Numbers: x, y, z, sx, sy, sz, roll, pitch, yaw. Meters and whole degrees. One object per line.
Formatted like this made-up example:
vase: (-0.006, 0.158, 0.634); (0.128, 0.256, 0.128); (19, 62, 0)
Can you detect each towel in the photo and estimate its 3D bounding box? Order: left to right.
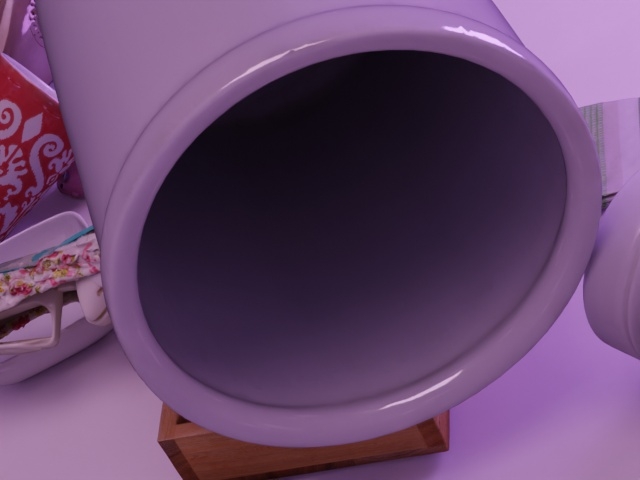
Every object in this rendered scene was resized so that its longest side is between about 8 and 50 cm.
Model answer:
towel: (0.198, -0.061, 1.490); (0.152, 0.023, 0.113); (-12, 43, 19)

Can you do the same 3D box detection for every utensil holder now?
utensil holder: (-0.027, -0.102, 1.312); (0.327, 0.327, 0.385); (-26, 41, 0)

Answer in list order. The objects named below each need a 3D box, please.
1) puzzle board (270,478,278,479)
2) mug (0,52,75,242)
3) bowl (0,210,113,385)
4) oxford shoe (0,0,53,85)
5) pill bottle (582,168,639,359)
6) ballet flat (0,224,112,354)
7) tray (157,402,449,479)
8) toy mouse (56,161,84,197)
puzzle board: (-0.065, 0.237, 1.335); (0.096, 0.011, 0.128); (-21, 43, 8)
mug: (-0.285, -0.063, 1.655); (0.113, 0.150, 0.169); (38, 91, 7)
bowl: (-0.237, 0.055, 1.561); (0.142, 0.053, 0.142); (-29, 44, -3)
oxford shoe: (-0.211, -0.263, 1.805); (0.132, 0.130, 0.364); (14, 57, 25)
pill bottle: (0.338, 0.062, 1.178); (0.334, 0.188, 0.188); (26, 63, 40)
ballet flat: (-0.205, 0.042, 1.476); (0.241, 0.091, 0.077); (-21, 74, 12)
tray: (0.000, 0.000, 1.486); (0.203, 0.076, 0.411); (-11, 44, 16)
toy mouse: (-0.222, -0.083, 1.702); (0.143, 0.031, 0.161); (-26, 43, 0)
